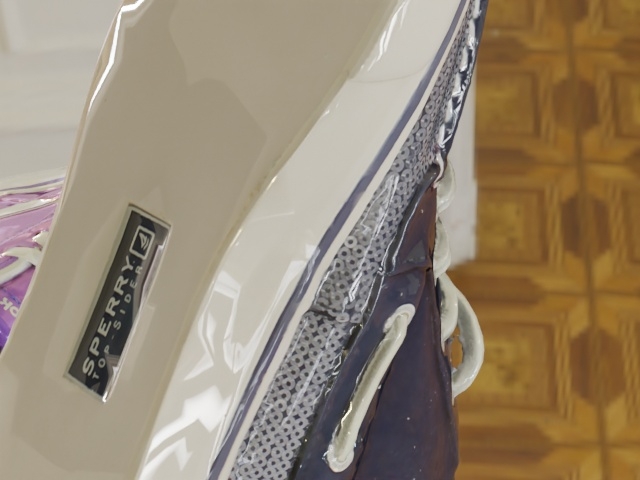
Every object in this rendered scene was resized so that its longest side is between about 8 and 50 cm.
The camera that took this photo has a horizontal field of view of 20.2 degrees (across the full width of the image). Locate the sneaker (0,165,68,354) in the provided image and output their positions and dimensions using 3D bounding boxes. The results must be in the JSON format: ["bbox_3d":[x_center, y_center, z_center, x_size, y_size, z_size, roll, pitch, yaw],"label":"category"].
[{"bbox_3d":[-0.101,0.010,0.925,0.282,0.102,0.161,-22,19,17],"label":"sneaker"}]

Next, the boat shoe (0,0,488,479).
[{"bbox_3d":[0.000,0.000,0.628,0.158,0.341,0.127,16,15,-46],"label":"boat shoe"}]
